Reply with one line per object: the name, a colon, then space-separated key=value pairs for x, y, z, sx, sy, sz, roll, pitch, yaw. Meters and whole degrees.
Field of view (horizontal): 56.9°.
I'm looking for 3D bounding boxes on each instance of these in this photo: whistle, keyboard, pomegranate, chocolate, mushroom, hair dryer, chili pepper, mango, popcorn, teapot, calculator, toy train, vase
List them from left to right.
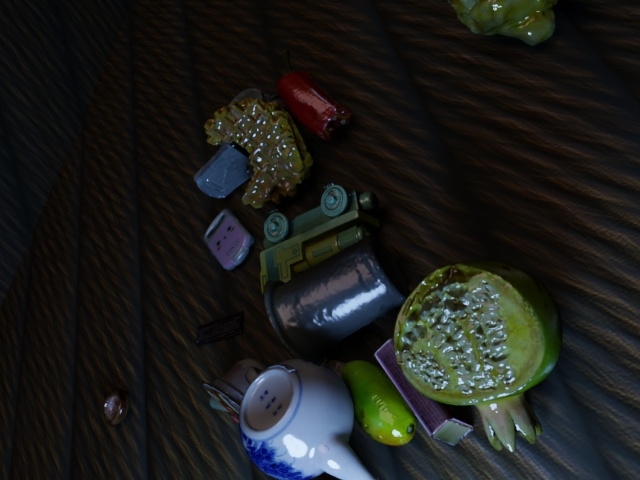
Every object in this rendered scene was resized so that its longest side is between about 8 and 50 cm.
mushroom: x=-0.662 y=0.544 z=1.924 sx=0.123 sy=0.052 sz=0.123 roll=-20 pitch=61 yaw=40
keyboard: x=-0.307 y=0.267 z=1.782 sx=0.196 sy=0.015 sz=0.074 roll=-21 pitch=55 yaw=32
calculator: x=-0.297 y=-0.006 z=1.897 sx=0.141 sy=0.045 sz=0.246 roll=-51 pitch=44 yaw=7
hair dryer: x=-0.250 y=0.402 z=1.652 sx=0.071 sy=0.047 sz=0.150 roll=-2 pitch=57 yaw=39
whistle: x=-0.238 y=-0.307 z=1.915 sx=0.188 sy=0.168 sz=0.405 roll=30 pitch=89 yaw=47
chocolate: x=-0.187 y=0.382 z=1.526 sx=0.221 sy=0.221 sz=0.147 roll=7 pitch=48 yaw=43
chili pepper: x=-0.062 y=-0.443 z=1.784 sx=0.338 sy=0.134 sz=0.131 roll=47 pitch=114 yaw=22
teapot: x=-0.035 y=0.398 z=1.287 sx=0.252 sy=0.280 sz=0.424 roll=-52 pitch=39 yaw=-8
toy train: x=0.000 y=0.000 z=1.568 sx=0.369 sy=0.150 sz=0.237 roll=-24 pitch=63 yaw=31
vase: x=0.048 y=0.138 z=1.401 sx=0.291 sy=0.245 sz=0.245 roll=-30 pitch=51 yaw=18
mango: x=0.121 y=0.354 z=1.291 sx=0.125 sy=0.111 sz=0.233 roll=-51 pitch=45 yaw=0
pomegranate: x=0.321 y=0.209 z=1.138 sx=0.310 sy=0.216 sz=0.358 roll=-24 pitch=84 yaw=25
popcorn: x=0.436 y=-0.635 z=1.412 sx=0.279 sy=0.274 sz=0.335 roll=3 pitch=35 yaw=0

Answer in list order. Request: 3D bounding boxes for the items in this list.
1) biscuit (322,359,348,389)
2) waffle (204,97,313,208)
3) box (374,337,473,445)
biscuit: x=0.025 y=0.363 z=1.434 sx=0.152 sy=0.020 sz=0.152 roll=-21 pitch=56 yaw=34
waffle: x=-0.181 y=-0.265 z=1.743 sx=0.261 sy=0.324 sz=0.151 roll=-26 pitch=20 yaw=11
box: x=0.212 y=0.312 z=1.228 sx=0.069 sy=0.120 sz=0.224 roll=-46 pitch=44 yaw=10
